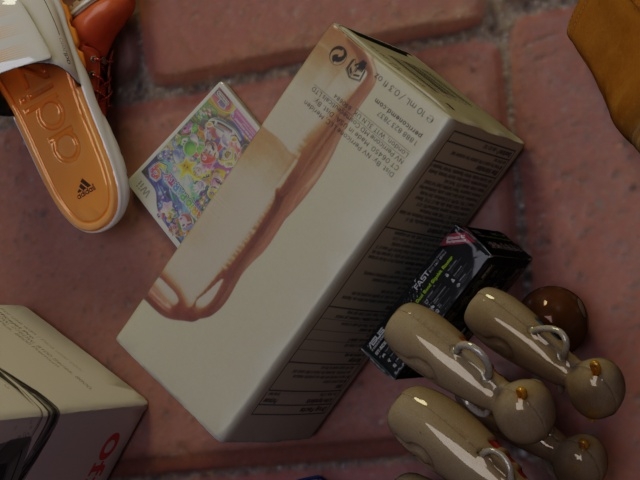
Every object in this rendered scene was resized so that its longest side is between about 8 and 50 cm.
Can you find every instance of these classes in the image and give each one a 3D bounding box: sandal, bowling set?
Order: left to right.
[{"bbox_3d":[-0.240,-0.127,1.457,0.102,0.076,0.265,-30,85,28],"label":"sandal"},{"bbox_3d":[0.157,0.117,1.245,0.154,0.287,0.200,36,63,26],"label":"bowling set"}]

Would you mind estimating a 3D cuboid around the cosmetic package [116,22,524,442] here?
[{"bbox_3d":[0.000,0.000,1.350,0.129,0.153,0.296,41,103,23],"label":"cosmetic package"}]

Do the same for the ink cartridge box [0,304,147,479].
[{"bbox_3d":[-0.344,0.206,1.370,0.166,0.395,0.285,34,102,21],"label":"ink cartridge box"}]

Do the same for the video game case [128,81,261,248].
[{"bbox_3d":[-0.095,-0.059,1.474,0.122,0.011,0.087,-45,70,17],"label":"video game case"}]

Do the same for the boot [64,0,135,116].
[{"bbox_3d":[-0.194,-0.147,1.505,0.085,0.059,0.158,49,116,16],"label":"boot"}]

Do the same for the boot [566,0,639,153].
[{"bbox_3d":[0.292,-0.180,1.205,0.295,0.104,0.211,-48,50,32],"label":"boot"}]

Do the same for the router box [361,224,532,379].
[{"bbox_3d":[0.095,0.047,1.332,0.038,0.092,0.122,42,104,22],"label":"router box"}]

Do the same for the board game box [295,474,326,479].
[{"bbox_3d":[0.006,0.314,1.385,0.160,0.047,0.210,30,101,24],"label":"board game box"}]
